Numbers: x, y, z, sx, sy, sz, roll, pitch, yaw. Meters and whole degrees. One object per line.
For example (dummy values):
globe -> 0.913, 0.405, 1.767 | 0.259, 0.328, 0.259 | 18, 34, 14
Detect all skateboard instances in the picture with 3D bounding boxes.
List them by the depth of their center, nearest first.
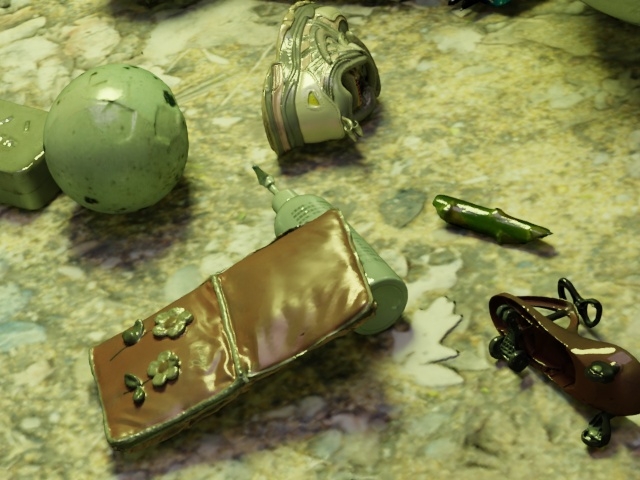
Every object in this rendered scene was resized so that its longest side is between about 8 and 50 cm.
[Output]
skateboard -> 0.183, 0.075, 1.018 | 0.080, 0.067, 0.151 | -21, 38, -23

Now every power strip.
power strip -> -0.361, -0.100, 1.345 | 0.288, 0.053, 0.093 | 15, 48, 27

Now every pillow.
pillow -> -0.068, 0.068, 1.063 | 0.232, 0.043, 0.126 | -31, 44, 5

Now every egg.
egg -> -0.176, -0.096, 1.239 | 0.131, 0.131, 0.164 | -5, 36, 9

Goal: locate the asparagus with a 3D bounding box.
asparagus -> 0.141, -0.014, 1.150 | 0.108, 0.021, 0.025 | 18, 54, 29

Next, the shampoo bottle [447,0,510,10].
shampoo bottle -> 0.202, -0.286, 1.411 | 0.183, 0.050, 0.087 | -29, 49, -18

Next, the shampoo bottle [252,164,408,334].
shampoo bottle -> 0.000, 0.000, 1.144 | 0.056, 0.056, 0.195 | -26, 43, -15

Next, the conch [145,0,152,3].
conch -> -0.160, -0.348, 1.473 | 0.172, 0.200, 0.131 | -1, 37, -21

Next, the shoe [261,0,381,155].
shoe -> 0.009, -0.154, 1.286 | 0.092, 0.089, 0.180 | 2, 46, 18

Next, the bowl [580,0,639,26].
bowl -> 0.330, -0.322, 1.284 | 0.434, 0.196, 0.435 | -1, 55, 1
